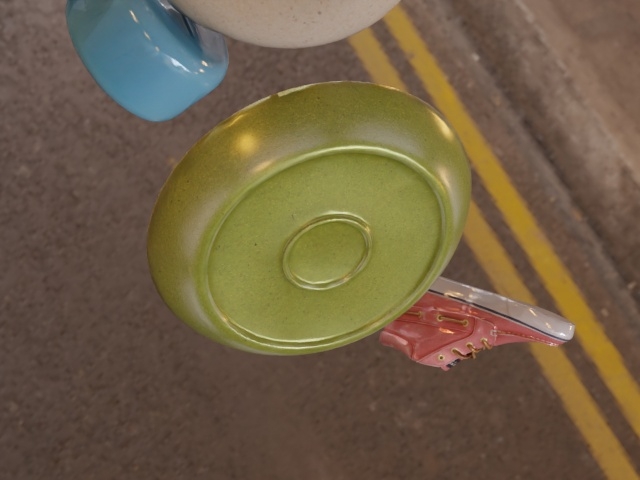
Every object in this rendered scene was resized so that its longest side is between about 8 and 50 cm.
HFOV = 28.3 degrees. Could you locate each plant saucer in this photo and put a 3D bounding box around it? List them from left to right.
[{"bbox_3d":[0.000,0.000,0.891,0.241,0.241,0.037,20,30,-34],"label":"plant saucer"}]

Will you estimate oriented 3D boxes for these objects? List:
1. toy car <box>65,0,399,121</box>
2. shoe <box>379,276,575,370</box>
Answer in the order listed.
[{"bbox_3d":[-0.030,-0.213,0.578,0.210,0.219,0.238,50,22,-20],"label":"toy car"},{"bbox_3d":[0.139,0.084,1.155,0.178,0.081,0.063,18,1,27],"label":"shoe"}]
